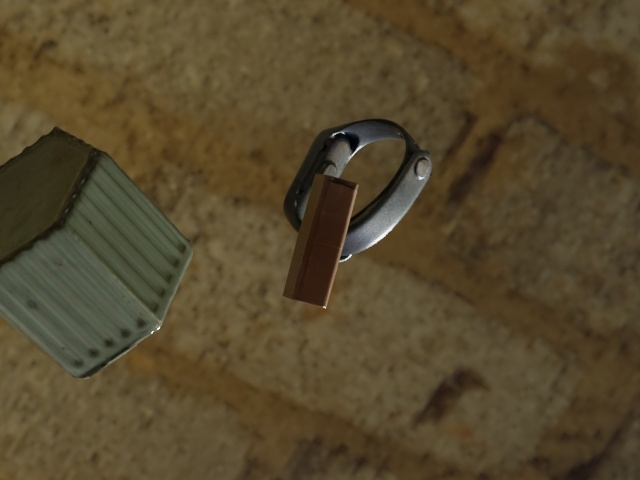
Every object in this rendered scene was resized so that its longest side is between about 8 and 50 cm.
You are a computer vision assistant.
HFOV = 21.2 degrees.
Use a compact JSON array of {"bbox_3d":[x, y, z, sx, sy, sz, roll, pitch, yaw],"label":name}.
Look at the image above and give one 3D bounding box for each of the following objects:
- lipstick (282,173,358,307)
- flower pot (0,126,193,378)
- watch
[{"bbox_3d":[0.000,0.000,1.925,0.045,0.145,0.045,16,179,-24],"label":"lipstick"},{"bbox_3d":[-0.289,0.012,1.955,0.189,0.209,0.239,48,168,-31],"label":"flower pot"},{"bbox_3d":[0.045,-0.070,2.320,0.193,0.206,0.068,16,162,46],"label":"watch"}]
